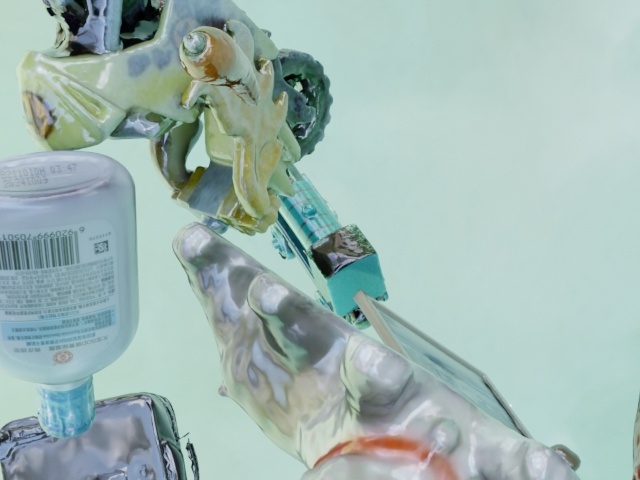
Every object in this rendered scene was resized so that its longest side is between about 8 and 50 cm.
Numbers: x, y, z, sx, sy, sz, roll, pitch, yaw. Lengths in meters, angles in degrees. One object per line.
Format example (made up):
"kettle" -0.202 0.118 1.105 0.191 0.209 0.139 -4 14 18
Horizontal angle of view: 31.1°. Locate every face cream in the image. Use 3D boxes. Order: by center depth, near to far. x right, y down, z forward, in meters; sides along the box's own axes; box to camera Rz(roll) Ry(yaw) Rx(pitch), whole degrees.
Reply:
"face cream" -0.256 0.065 1.116 0.162 0.337 0.080 -8 44 -14

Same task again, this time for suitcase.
"suitcase" -0.371 0.444 1.952 0.339 0.188 0.345 -14 76 6

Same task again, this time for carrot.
"carrot" -0.060 -0.111 0.737 0.035 0.142 0.035 -1 86 12

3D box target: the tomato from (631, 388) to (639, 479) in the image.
"tomato" 0.227 0.174 0.522 0.143 0.338 0.339 6 83 8

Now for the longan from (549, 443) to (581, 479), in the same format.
"longan" 0.254 0.338 1.433 0.159 0.184 0.204 48 115 37

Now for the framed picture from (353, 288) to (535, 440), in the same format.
"framed picture" 0.192 0.205 1.641 0.024 0.315 0.232 -47 37 10

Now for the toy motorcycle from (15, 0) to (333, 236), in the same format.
"toy motorcycle" -0.142 -0.151 1.146 0.168 0.410 0.237 18 82 44

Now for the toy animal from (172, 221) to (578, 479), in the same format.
"toy animal" -0.012 0.134 0.809 0.307 0.266 0.188 32 93 2

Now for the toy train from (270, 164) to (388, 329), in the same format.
"toy train" 0.000 0.000 1.803 0.120 0.194 0.298 -29 53 -9
